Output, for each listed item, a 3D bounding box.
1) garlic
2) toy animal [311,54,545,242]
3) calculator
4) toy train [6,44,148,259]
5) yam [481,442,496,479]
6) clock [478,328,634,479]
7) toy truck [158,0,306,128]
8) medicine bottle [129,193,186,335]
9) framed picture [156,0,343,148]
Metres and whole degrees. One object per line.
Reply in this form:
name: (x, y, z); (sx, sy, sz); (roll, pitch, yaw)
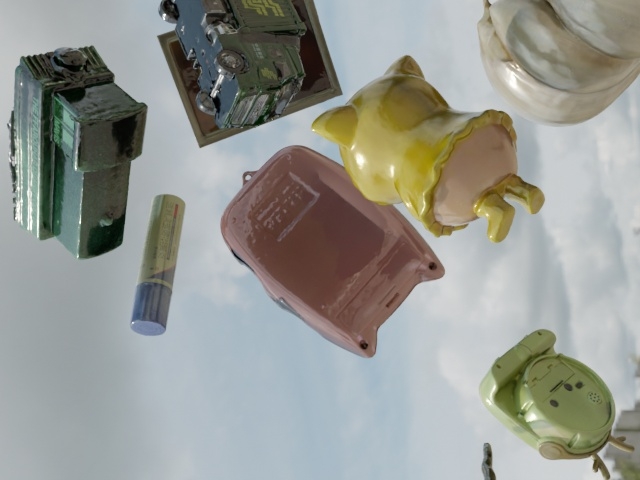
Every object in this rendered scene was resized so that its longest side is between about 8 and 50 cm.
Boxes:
garlic: (0.275, -0.234, 0.913); (0.185, 0.203, 0.281); (-63, -8, -2)
toy animal: (0.113, -0.086, 0.797); (0.156, 0.229, 0.156); (-37, -31, -27)
calculator: (0.000, 0.000, 1.135); (0.220, 0.329, 0.048); (-49, -20, -3)
toy train: (-0.358, -0.114, 1.168); (0.138, 0.178, 0.330); (-24, -38, -41)
yam: (0.314, 0.435, 1.473); (0.029, 0.027, 0.234); (59, -167, -5)
clock: (0.495, 0.337, 1.619); (0.235, 0.308, 0.096); (-27, -30, -39)
toy truck: (-0.102, -0.247, 0.870); (0.121, 0.088, 0.259); (-12, -113, -31)
medicine bottle: (-0.257, 0.036, 1.264); (0.059, 0.059, 0.231); (48, -144, -50)
framed picture: (-0.123, -0.316, 1.445); (0.020, 0.289, 0.211); (-138, 27, -71)
